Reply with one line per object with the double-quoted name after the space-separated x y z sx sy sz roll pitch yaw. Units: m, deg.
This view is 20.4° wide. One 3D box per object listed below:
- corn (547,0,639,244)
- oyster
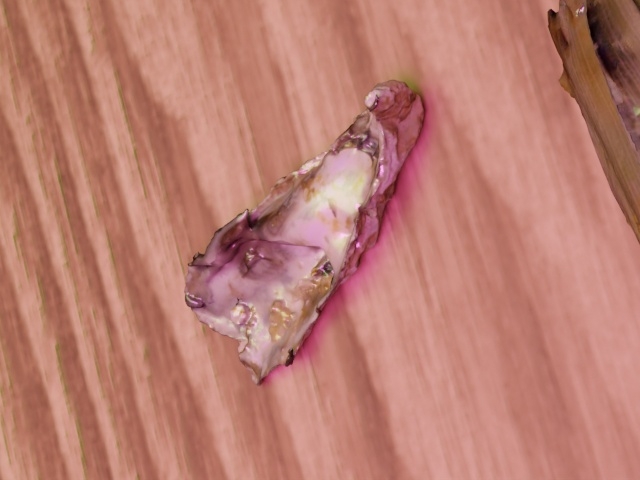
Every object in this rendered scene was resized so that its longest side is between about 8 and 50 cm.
0.198 0.006 0.786 0.122 0.123 0.305 -45 53 32 "corn"
-0.003 0.001 0.996 0.200 0.061 0.106 -32 87 32 "oyster"
